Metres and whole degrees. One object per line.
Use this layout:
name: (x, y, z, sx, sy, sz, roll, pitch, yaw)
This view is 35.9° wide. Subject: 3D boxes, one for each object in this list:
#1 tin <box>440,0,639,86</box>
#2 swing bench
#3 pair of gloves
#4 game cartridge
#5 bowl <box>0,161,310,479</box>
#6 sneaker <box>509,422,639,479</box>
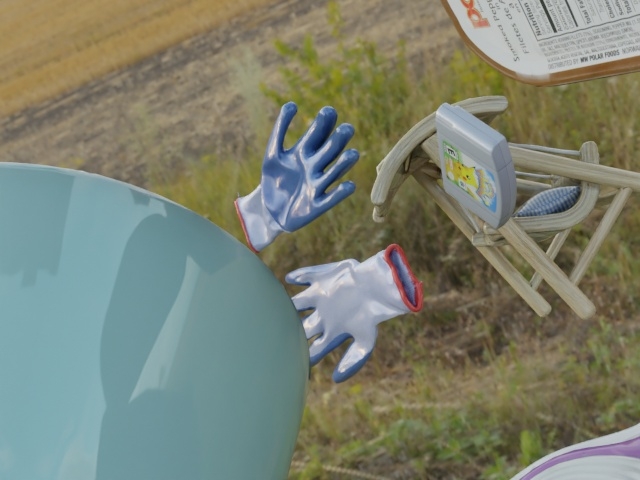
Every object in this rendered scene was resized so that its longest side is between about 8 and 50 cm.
tin: (0.101, -0.112, 0.355, 0.040, 0.106, 0.189, -31, 14, -22)
swing bench: (0.194, -0.044, 1.072, 0.165, 0.254, 0.253, -60, -4, -1)
pair of gloves: (0.000, 0.000, 0.718, 0.023, 0.198, 0.159, -11, -16, -38)
game cartridge: (0.098, -0.044, 0.616, 0.017, 0.083, 0.056, -42, 56, -18)
bowl: (-0.150, 0.132, 0.466, 0.311, 0.312, 0.163, -20, 42, 10)
sneaker: (0.168, 0.116, 0.390, 0.305, 0.152, 0.114, -43, 30, -12)
